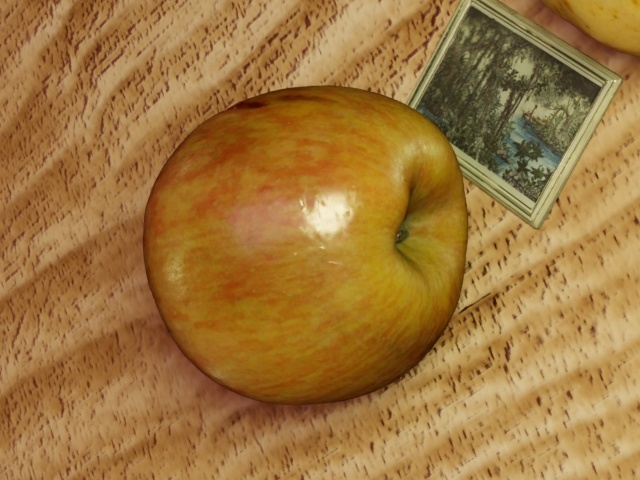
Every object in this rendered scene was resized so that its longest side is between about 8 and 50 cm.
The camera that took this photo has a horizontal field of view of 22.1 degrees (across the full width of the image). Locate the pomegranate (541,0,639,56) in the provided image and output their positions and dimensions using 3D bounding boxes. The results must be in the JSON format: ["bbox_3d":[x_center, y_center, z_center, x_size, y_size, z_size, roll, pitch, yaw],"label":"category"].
[{"bbox_3d":[0.241,-0.240,1.174,0.215,0.215,0.215,-7,80,40],"label":"pomegranate"}]

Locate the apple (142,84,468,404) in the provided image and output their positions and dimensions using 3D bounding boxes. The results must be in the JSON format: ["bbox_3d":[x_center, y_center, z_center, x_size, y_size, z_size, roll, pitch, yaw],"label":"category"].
[{"bbox_3d":[0.000,0.000,1.321,0.264,0.264,0.264,-7,80,40],"label":"apple"}]

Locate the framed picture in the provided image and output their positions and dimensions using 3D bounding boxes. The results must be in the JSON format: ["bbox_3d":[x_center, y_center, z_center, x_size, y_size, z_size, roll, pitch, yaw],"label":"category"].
[{"bbox_3d":[0.151,-0.114,1.363,0.183,0.011,0.142,40,110,37],"label":"framed picture"}]
